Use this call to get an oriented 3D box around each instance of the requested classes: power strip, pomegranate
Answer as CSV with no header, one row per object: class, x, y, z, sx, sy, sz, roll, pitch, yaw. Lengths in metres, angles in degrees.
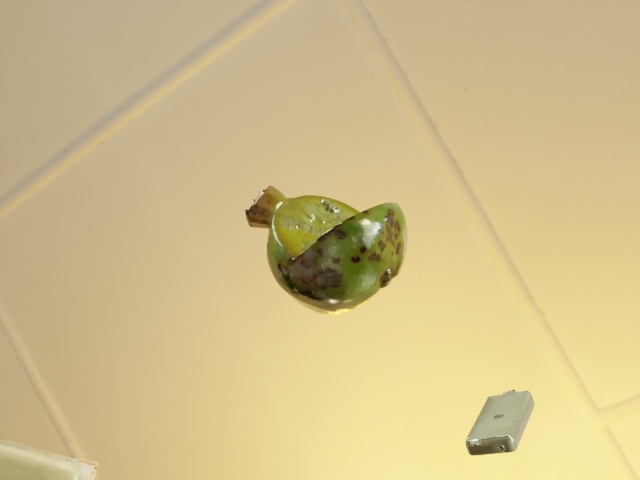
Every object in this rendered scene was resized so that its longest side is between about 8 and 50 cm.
power strip,0.147,0.148,0.692,0.040,0.090,0.016,-15,-80,28
pomegranate,0.003,0.013,0.866,0.169,0.143,0.122,6,-65,28

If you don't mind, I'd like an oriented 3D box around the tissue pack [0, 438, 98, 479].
tissue pack,-0.350,0.281,0.894,0.196,0.092,0.148,17,-98,-5
